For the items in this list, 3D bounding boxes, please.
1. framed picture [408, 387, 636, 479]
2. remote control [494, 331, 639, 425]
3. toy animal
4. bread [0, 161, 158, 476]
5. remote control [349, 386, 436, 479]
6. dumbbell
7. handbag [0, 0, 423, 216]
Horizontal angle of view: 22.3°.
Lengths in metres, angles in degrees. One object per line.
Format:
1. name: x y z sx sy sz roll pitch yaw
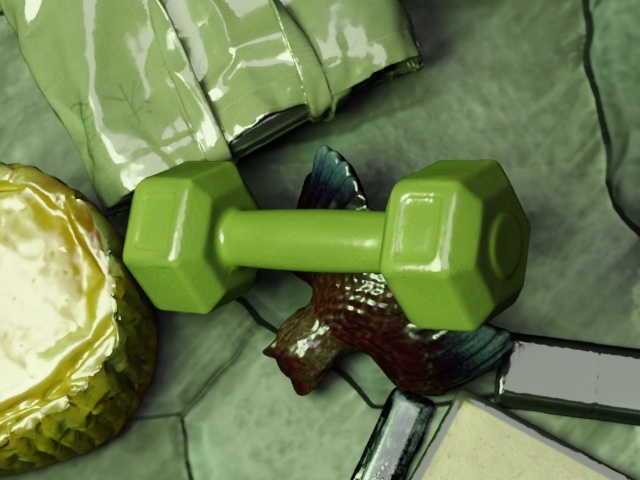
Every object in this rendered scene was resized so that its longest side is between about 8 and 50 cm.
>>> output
1. framed picture: 0.192 0.297 1.203 0.338 0.014 0.255 28 80 11
2. remote control: 0.257 0.114 1.245 0.245 0.025 0.063 7 80 8
3. toy animal: 0.035 0.038 1.239 0.179 0.116 0.218 -40 82 -6
4. bread: -0.257 0.066 1.251 0.253 0.142 0.227 -22 73 -3
5. remote control: 0.055 0.161 1.258 0.039 0.014 0.096 24 80 11
6. dumbbell: 0.000 0.000 1.164 0.302 0.108 0.121 1 78 34
7. handbag: -0.086 -0.186 1.316 0.316 0.109 0.253 -26 77 -3
